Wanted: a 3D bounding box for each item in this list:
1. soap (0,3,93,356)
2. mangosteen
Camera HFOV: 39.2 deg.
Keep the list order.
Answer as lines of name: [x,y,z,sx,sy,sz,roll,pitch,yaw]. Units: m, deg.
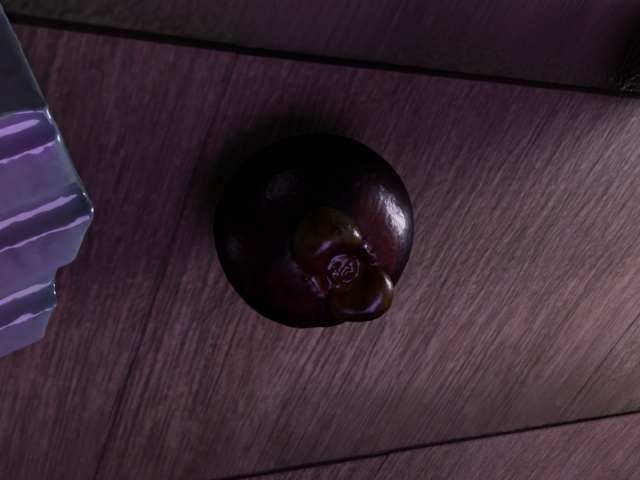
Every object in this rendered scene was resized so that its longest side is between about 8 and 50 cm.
soap: [-0.301,0.009,0.476,0.347,0.115,0.208,-24,141,-11]
mangosteen: [0.000,0.000,0.648,0.152,0.152,0.152,-19,139,-17]
